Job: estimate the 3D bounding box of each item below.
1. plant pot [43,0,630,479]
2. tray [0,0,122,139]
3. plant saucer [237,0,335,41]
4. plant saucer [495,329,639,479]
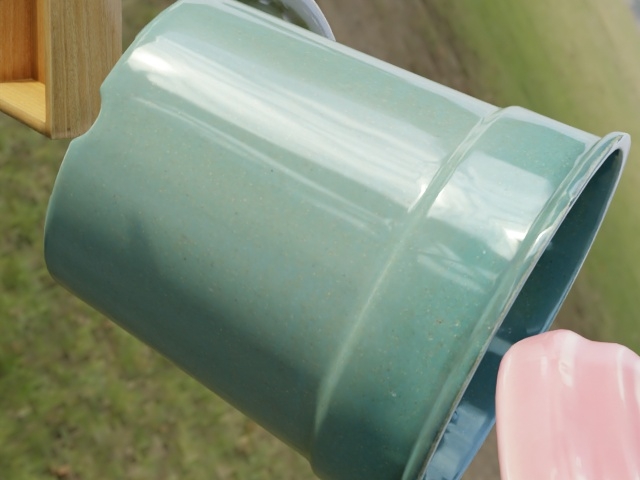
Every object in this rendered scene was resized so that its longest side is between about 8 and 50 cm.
[{"bbox_3d":[0.000,0.000,1.358,0.334,0.341,0.341,28,5,13],"label":"plant pot"},{"bbox_3d":[-0.238,-0.310,1.575,0.203,0.076,0.411,27,-61,56],"label":"tray"},{"bbox_3d":[-0.104,-0.090,1.956,0.400,0.100,0.400,-16,109,-58],"label":"plant saucer"},{"bbox_3d":[0.165,0.189,0.749,0.332,0.084,0.332,-19,90,-76],"label":"plant saucer"}]
